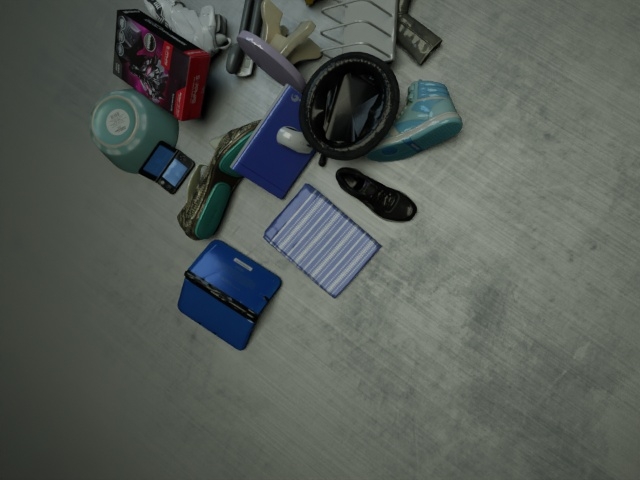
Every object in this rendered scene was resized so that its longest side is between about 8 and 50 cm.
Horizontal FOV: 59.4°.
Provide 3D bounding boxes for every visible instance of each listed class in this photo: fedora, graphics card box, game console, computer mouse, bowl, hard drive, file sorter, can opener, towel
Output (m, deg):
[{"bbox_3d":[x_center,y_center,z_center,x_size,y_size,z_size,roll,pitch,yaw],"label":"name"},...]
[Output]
[{"bbox_3d":[0.098,-0.407,1.752,0.334,0.152,0.333,0,89,15],"label":"fedora"},{"bbox_3d":[-0.538,-0.588,1.874,0.371,0.094,0.232,37,130,21],"label":"graphics card box"},{"bbox_3d":[-0.317,0.186,1.934,0.293,0.173,0.250,31,65,11],"label":"game console"},{"bbox_3d":[-0.536,-0.253,1.959,0.124,0.085,0.144,39,98,10],"label":"game console"},{"bbox_3d":[-0.051,-0.309,1.808,0.193,0.042,0.106,13,109,-30],"label":"computer mouse"},{"bbox_3d":[-0.675,-0.398,1.956,0.312,0.163,0.311,0,89,14],"label":"bowl"},{"bbox_3d":[-0.119,-0.314,1.825,0.210,0.040,0.318,31,98,-33],"label":"hard drive"},{"bbox_3d":[0.113,-0.704,1.747,0.193,0.173,0.277,3,91,38],"label":"file sorter"},{"bbox_3d":[-0.249,-0.693,1.906,0.074,0.093,0.280,12,87,13],"label":"can opener"},{"bbox_3d":[0.000,0.000,1.867,0.336,0.040,0.243,41,96,8],"label":"towel"}]

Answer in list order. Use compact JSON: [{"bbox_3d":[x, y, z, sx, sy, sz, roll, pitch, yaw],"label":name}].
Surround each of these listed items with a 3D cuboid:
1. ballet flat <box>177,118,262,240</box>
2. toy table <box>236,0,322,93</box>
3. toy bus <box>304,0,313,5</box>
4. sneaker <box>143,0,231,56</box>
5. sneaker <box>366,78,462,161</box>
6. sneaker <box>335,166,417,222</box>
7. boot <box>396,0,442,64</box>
[{"bbox_3d":[-0.344,-0.232,1.894,0.182,0.164,0.482,38,99,31],"label":"ballet flat"},{"bbox_3d":[-0.121,-0.625,1.811,0.252,0.274,0.160,28,84,45],"label":"toy table"},{"bbox_3d":[0.012,-0.907,1.833,0.212,0.149,0.220,-11,89,-4],"label":"toy bus"},{"bbox_3d":[-0.454,-0.772,1.930,0.210,0.137,0.365,-26,89,10],"label":"sneaker"},{"bbox_3d":[0.276,-0.386,1.775,0.319,0.127,0.208,-18,67,23],"label":"sneaker"},{"bbox_3d":[0.168,-0.141,1.780,0.283,0.124,0.107,28,96,11],"label":"sneaker"},{"bbox_3d":[0.302,-0.693,1.786,0.208,0.076,0.189,43,112,17],"label":"boot"}]
